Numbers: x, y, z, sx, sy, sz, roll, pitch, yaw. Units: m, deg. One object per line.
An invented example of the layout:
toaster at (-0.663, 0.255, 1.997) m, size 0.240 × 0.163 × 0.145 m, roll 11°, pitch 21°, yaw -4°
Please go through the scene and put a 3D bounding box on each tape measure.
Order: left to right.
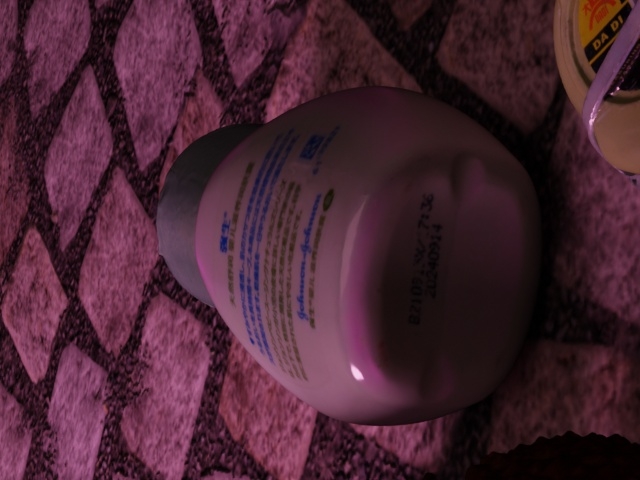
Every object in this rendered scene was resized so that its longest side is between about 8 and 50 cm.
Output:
tape measure at (0.195, -0.118, 0.948) m, size 0.177 × 0.087 × 0.154 m, roll -54°, pitch 51°, yaw 43°

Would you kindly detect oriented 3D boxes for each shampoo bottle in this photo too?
shampoo bottle at (0.000, 0.000, 1.208) m, size 0.349 × 0.151 × 0.221 m, roll 15°, pitch 102°, yaw 60°

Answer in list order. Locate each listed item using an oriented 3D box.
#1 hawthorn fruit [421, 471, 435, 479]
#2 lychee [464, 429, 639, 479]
hawthorn fruit at (0.025, 0.249, 1.078) m, size 0.196 × 0.197 × 0.225 m, roll 23°, pitch 87°, yaw 60°
lychee at (0.126, 0.189, 0.906) m, size 0.188 × 0.188 × 0.188 m, roll -23°, pitch 63°, yaw 57°
